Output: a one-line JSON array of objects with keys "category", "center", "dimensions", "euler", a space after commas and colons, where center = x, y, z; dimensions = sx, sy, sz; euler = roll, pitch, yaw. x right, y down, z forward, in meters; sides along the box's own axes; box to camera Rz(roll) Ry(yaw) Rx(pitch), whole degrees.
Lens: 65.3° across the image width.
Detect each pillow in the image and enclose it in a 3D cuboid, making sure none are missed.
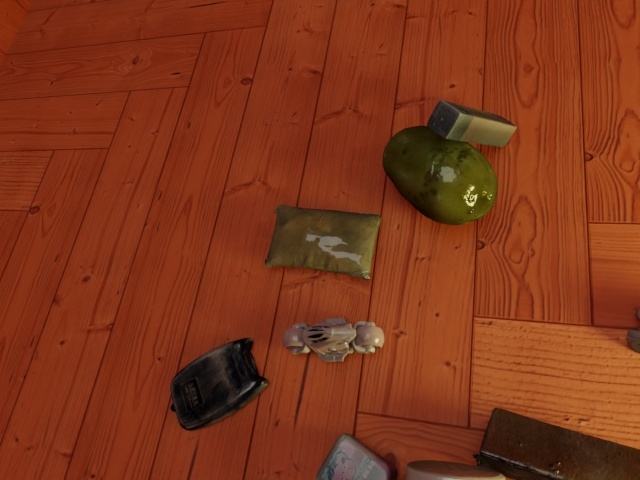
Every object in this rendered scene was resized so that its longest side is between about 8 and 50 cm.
[{"category": "pillow", "center": [0.000, 0.000, 1.328], "dimensions": [0.302, 0.075, 0.185], "euler": [7, 71, 18]}]

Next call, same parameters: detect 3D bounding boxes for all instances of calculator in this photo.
[{"category": "calculator", "center": [-0.270, 0.367, 1.272], "dimensions": [0.268, 0.040, 0.177], "euler": [-33, 59, 6]}]

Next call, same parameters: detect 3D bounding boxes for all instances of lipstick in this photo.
[{"category": "lipstick", "center": [0.374, -0.277, 1.210], "dimensions": [0.066, 0.317, 0.068], "euler": [44, 121, 30]}]

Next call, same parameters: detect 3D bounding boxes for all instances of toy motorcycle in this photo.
[{"category": "toy motorcycle", "center": [0.025, 0.231, 1.195], "dimensions": [0.254, 0.112, 0.113], "euler": [-4, 65, 17]}]

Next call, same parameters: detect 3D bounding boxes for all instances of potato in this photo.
[{"category": "potato", "center": [0.292, -0.167, 1.236], "dimensions": [0.215, 0.216, 0.304], "euler": [-35, 63, 0]}]

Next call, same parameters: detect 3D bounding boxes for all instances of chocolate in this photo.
[{"category": "chocolate", "center": [0.467, 0.425, 0.964], "dimensions": [0.320, 0.112, 0.112], "euler": [9, 54, 23]}]

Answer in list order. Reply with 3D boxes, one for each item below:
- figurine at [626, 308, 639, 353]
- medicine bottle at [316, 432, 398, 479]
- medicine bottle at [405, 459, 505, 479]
[{"category": "figurine", "center": [0.690, 0.188, 1.030], "dimensions": [0.094, 0.082, 0.086], "euler": [37, 63, 3]}, {"category": "medicine bottle", "center": [0.099, 0.510, 1.051], "dimensions": [0.187, 0.094, 0.119], "euler": [28, 76, 26]}, {"category": "medicine bottle", "center": [0.249, 0.585, 0.901], "dimensions": [0.189, 0.190, 0.333], "euler": [-4, 71, 16]}]
